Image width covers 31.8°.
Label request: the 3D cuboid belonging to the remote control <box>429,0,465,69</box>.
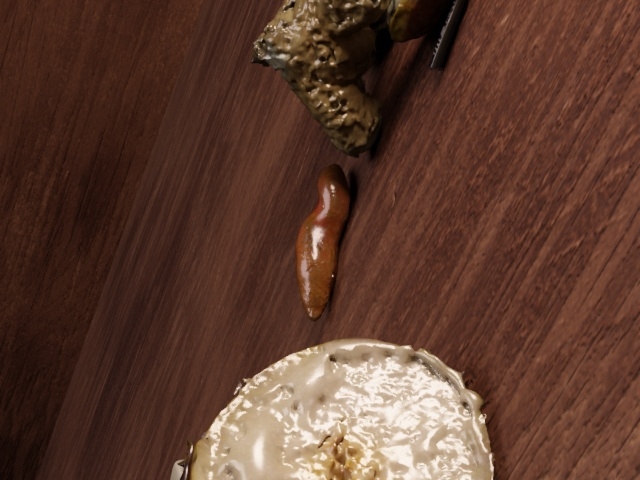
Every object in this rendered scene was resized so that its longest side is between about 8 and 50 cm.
[{"bbox_3d":[0.137,-0.223,1.187,0.034,0.016,0.091,-75,4,-75],"label":"remote control"}]

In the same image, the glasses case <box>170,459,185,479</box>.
[{"bbox_3d":[-0.175,0.449,1.450,0.131,0.070,0.313,-143,63,-70],"label":"glasses case"}]

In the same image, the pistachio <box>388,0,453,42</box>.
[{"bbox_3d":[0.122,-0.273,1.194,0.089,0.049,0.173,-57,-7,-35],"label":"pistachio"}]

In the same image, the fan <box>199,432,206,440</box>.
[{"bbox_3d":[-0.150,0.372,1.563,0.282,0.023,0.057,-107,29,-58],"label":"fan"}]

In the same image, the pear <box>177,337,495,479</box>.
[{"bbox_3d":[0.025,0.229,0.931,0.267,0.267,0.178,-94,-6,-46],"label":"pear"}]

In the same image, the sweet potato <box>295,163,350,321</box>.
[{"bbox_3d":[0.000,0.000,1.358,0.055,0.058,0.202,90,-170,-77],"label":"sweet potato"}]

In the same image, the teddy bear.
[{"bbox_3d":[0.022,-0.261,1.341,0.256,0.156,0.267,-63,-20,-53],"label":"teddy bear"}]
